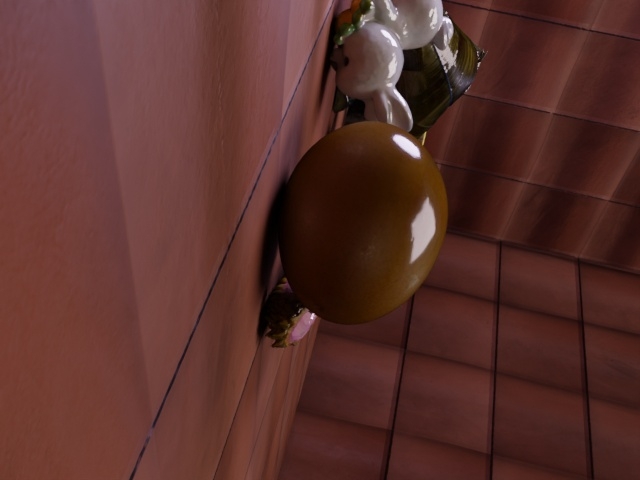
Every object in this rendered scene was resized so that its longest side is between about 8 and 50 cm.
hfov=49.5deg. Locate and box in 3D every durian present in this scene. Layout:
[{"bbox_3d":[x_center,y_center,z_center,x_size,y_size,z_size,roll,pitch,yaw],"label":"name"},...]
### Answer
[{"bbox_3d":[-0.042,0.107,1.397,0.191,0.112,0.341,-59,175,35],"label":"durian"}]

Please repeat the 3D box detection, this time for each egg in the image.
[{"bbox_3d":[0.068,-0.027,1.180,0.282,0.283,0.351,-59,170,-78],"label":"egg"}]

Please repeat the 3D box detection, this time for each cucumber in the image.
[{"bbox_3d":[0.080,-0.385,1.779,0.211,0.062,0.078,-71,173,-60],"label":"cucumber"}]

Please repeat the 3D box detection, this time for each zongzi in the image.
[{"bbox_3d":[0.191,-0.377,1.726,0.432,0.208,0.403,-55,153,11],"label":"zongzi"}]

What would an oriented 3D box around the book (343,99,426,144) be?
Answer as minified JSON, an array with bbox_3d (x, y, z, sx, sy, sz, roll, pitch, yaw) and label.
[{"bbox_3d":[0.203,-0.366,2.166,0.028,0.263,0.373,34,69,-72],"label":"book"}]

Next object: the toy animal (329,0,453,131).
[{"bbox_3d":[0.128,-0.387,1.406,0.183,0.247,0.309,2,-118,59],"label":"toy animal"}]
